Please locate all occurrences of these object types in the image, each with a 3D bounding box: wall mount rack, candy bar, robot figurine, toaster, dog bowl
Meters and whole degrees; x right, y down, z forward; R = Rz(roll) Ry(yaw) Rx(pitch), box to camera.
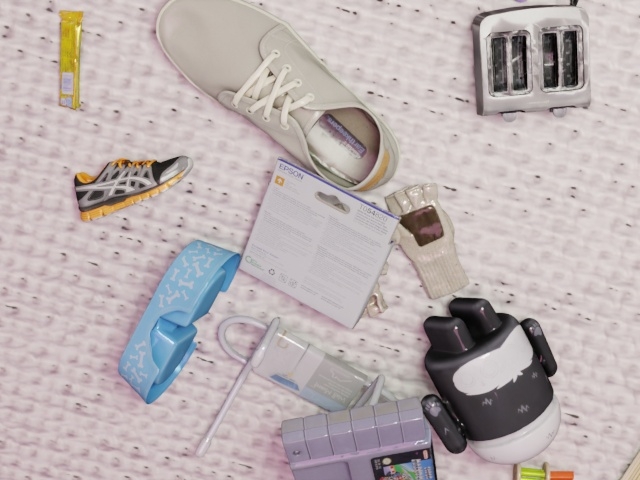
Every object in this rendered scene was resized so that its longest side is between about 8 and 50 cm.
[{"bbox_3d":[-0.052,0.291,1.577,0.350,0.130,0.304,28,130,-2],"label":"wall mount rack"},{"bbox_3d":[-0.405,-0.291,1.505,0.040,0.018,0.162,7,105,6],"label":"candy bar"},{"bbox_3d":[0.276,0.229,1.511,0.209,0.173,0.278,-26,101,17],"label":"robot figurine"},{"bbox_3d":[0.320,-0.278,1.407,0.168,0.110,0.186,-4,104,4],"label":"toaster"},{"bbox_3d":[-0.238,0.129,1.532,0.074,0.166,0.297,31,105,8],"label":"dog bowl"}]

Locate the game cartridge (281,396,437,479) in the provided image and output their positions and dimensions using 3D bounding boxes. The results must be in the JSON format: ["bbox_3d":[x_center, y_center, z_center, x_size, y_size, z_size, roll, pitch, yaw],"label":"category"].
[{"bbox_3d":[0.078,0.397,1.533,0.230,0.068,0.355,-8,134,5],"label":"game cartridge"}]

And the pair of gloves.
[{"bbox_3d":[0.108,0.023,1.536,0.240,0.042,0.204,-16,103,9],"label":"pair of gloves"}]

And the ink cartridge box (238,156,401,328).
[{"bbox_3d":[0.000,0.000,1.490,0.223,0.045,0.224,28,120,10],"label":"ink cartridge box"}]

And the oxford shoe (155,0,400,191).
[{"bbox_3d":[-0.062,-0.232,1.440,0.449,0.130,0.169,38,106,-4],"label":"oxford shoe"}]

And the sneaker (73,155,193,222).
[{"bbox_3d":[-0.310,-0.100,1.516,0.214,0.084,0.083,-20,97,10],"label":"sneaker"}]

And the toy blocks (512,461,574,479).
[{"bbox_3d":[0.409,0.445,1.615,0.148,0.054,0.123,4,105,3],"label":"toy blocks"}]

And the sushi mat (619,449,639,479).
[{"bbox_3d":[0.614,0.394,1.596,0.151,0.019,0.317,27,105,-2],"label":"sushi mat"}]

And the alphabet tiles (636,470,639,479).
[{"bbox_3d":[0.650,0.391,1.607,0.198,0.009,0.237,8,104,2],"label":"alphabet tiles"}]
